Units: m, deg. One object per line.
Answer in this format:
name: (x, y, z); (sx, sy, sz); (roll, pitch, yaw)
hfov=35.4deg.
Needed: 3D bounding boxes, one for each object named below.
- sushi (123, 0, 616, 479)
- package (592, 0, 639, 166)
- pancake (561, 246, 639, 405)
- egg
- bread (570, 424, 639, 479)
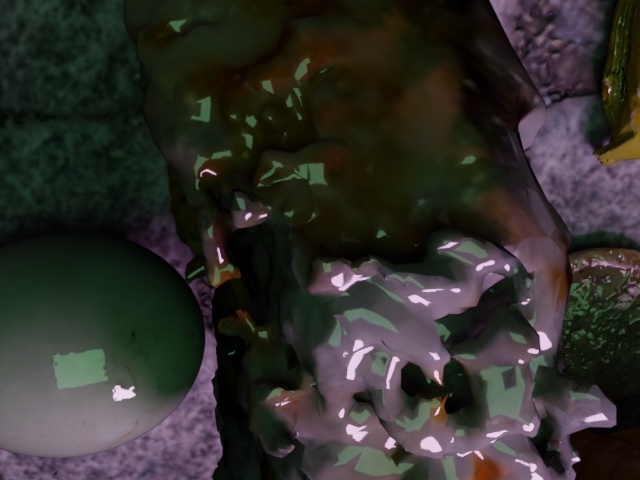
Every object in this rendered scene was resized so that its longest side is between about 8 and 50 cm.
sushi: (0.001, 0.005, 0.531); (0.175, 0.417, 0.418); (-7, 113, -6)
package: (0.293, -0.114, 0.663); (0.226, 0.090, 0.168); (7, 115, 17)
pancake: (0.212, 0.074, 0.785); (0.151, 0.025, 0.152); (-3, 112, -7)
egg: (-0.172, 0.069, 0.669); (0.192, 0.149, 0.149); (-4, 114, 7)
bread: (0.247, 0.237, 0.764); (0.194, 0.179, 0.340); (-10, 137, -12)
